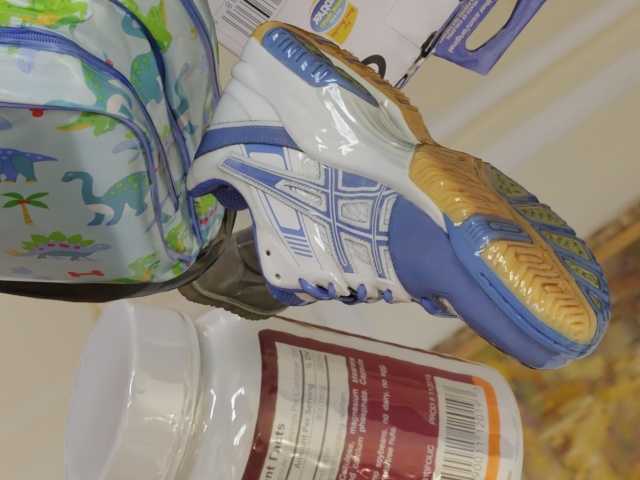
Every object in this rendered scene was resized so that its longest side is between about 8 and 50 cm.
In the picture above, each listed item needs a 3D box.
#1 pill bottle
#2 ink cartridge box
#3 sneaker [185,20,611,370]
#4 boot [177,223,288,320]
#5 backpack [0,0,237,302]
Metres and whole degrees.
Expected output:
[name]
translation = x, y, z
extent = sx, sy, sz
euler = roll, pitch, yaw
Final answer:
[pill bottle]
translation = -0.028, 0.188, 1.781
extent = 0.392, 0.224, 0.224
euler = 14, 25, -21
[ink cartridge box]
translation = 0.003, -0.271, 1.521
extent = 0.395, 0.270, 0.151
euler = 35, 21, -7
[sneaker]
translation = 0.038, 0.000, 1.053
extent = 0.112, 0.131, 0.296
euler = 17, 20, -47
[boot]
translation = 0.001, 0.002, 1.578
extent = 0.189, 0.208, 0.076
euler = -1, 68, -63
[backpack]
translation = -0.191, -0.101, 1.153
extent = 0.356, 0.290, 0.273
euler = 99, 1, -48
